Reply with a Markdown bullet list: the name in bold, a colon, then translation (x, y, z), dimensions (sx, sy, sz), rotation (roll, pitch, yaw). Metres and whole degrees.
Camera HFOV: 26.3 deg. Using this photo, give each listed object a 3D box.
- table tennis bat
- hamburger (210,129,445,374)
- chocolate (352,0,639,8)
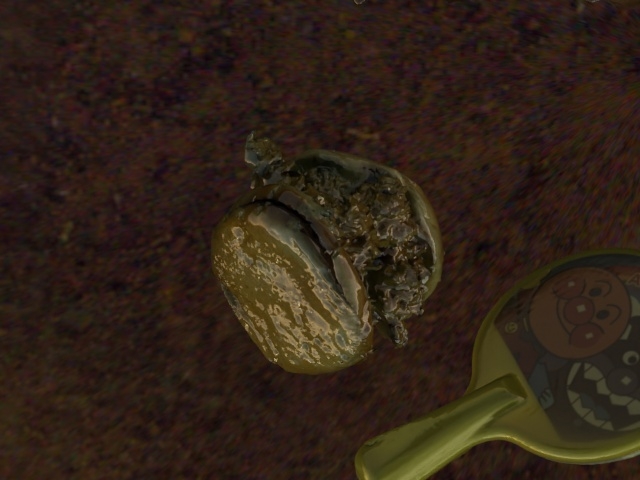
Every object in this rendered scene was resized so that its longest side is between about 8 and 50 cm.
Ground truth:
- **table tennis bat**: translation (0.195, 0.131, 1.260), dimensions (0.369, 0.054, 0.224), rotation (-29, 48, 2)
- **hamburger**: translation (0.000, 0.000, 0.972), dimensions (0.159, 0.131, 0.185), rotation (-17, 111, 52)
- **chocolate**: translation (-0.016, -0.136, 0.476), dimensions (0.329, 0.102, 0.065), rotation (20, 82, 26)
